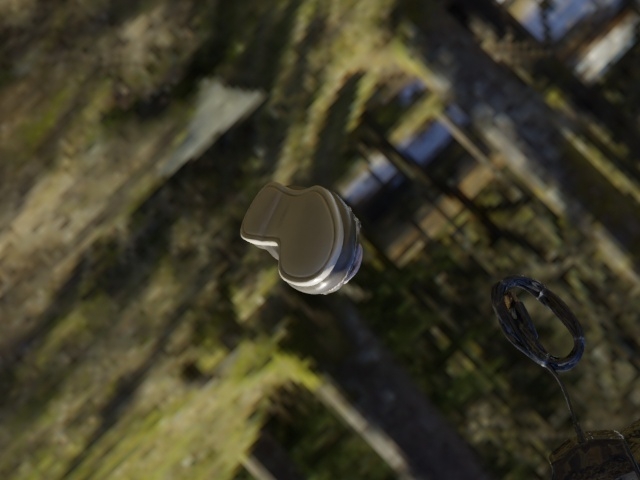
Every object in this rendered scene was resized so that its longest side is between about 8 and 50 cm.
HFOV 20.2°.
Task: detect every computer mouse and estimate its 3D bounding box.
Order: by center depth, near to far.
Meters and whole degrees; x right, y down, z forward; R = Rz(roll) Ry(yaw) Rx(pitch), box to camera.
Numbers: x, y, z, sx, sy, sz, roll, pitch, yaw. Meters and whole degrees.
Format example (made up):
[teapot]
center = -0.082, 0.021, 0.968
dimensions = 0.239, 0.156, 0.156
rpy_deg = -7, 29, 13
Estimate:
[computer mouse]
center = 0.184, 0.135, 1.320
dimensions = 0.071, 0.242, 0.041
rpy_deg = -19, 161, -1

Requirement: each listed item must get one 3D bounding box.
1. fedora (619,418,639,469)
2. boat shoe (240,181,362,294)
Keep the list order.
[fedora]
center = 0.350, 0.257, 1.698
dimensions = 0.334, 0.152, 0.334
rpy_deg = -19, 127, -28
[boat shoe]
center = 0.000, 0.000, 2.029
dimensions = 0.112, 0.096, 0.335
rpy_deg = -63, -161, 2
